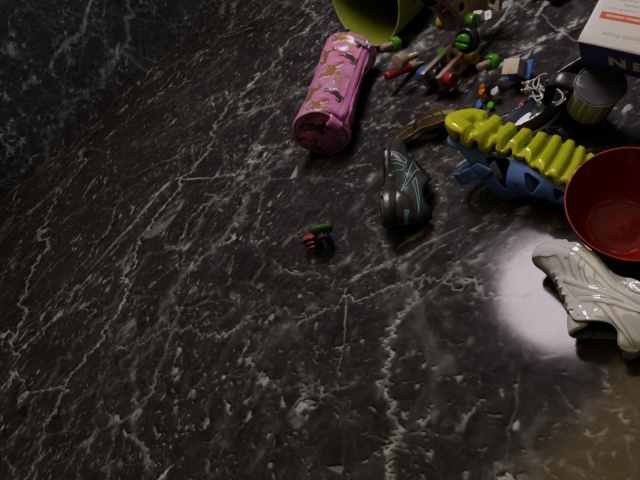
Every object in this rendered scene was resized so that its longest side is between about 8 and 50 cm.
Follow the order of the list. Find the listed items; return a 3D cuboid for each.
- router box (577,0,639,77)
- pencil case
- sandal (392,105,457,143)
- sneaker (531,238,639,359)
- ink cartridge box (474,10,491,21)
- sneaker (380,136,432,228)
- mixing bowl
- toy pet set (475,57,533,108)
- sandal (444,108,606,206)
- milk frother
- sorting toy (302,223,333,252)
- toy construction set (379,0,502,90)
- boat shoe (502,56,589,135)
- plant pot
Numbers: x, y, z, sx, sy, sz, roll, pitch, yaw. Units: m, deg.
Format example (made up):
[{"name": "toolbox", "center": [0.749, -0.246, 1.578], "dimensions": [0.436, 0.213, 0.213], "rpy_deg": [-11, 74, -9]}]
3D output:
[{"name": "router box", "center": [0.617, -0.375, 0.796], "dimensions": [0.335, 0.082, 0.301], "rpy_deg": [31, 96, 32]}, {"name": "pencil case", "center": [0.044, -0.409, 1.473], "dimensions": [0.160, 0.167, 0.386], "rpy_deg": [14, 57, 7]}, {"name": "sandal", "center": [0.246, -0.258, 1.262], "dimensions": [0.180, 0.049, 0.072], "rpy_deg": [-26, 33, 38]}, {"name": "sneaker", "center": [0.388, 0.083, 0.793], "dimensions": [0.115, 0.090, 0.232], "rpy_deg": [-44, 39, -1]}, {"name": "ink cartridge box", "center": [0.422, -0.617, 1.475], "dimensions": [0.083, 0.028, 0.048], "rpy_deg": [-13, 46, 28]}, {"name": "sneaker", "center": [0.185, -0.126, 1.163], "dimensions": [0.106, 0.101, 0.267], "rpy_deg": [-1, 48, 9]}, {"name": "mixing bowl", "center": [0.463, -0.039, 0.819], "dimensions": [0.181, 0.098, 0.181], "rpy_deg": [-6, 67, 15]}, {"name": "toy pet set", "center": [0.429, -0.348, 1.210], "dimensions": [0.122, 0.065, 0.114], "rpy_deg": [16, 98, 48]}, {"name": "sandal", "center": [0.367, -0.131, 0.991], "dimensions": [0.317, 0.138, 0.126], "rpy_deg": [34, 49, 31]}, {"name": "milk frother", "center": [0.465, -0.224, 0.976], "dimensions": [0.129, 0.135, 0.143], "rpy_deg": [6, 79, 15]}, {"name": "sorting toy", "center": [0.000, 0.000, 1.193], "dimensions": [0.102, 0.061, 0.042], "rpy_deg": [139, 124, -58]}, {"name": "toy construction set", "center": [0.324, -0.516, 1.355], "dimensions": [0.237, 0.257, 0.309], "rpy_deg": [-30, 8, -29]}, {"name": "boat shoe", "center": [0.470, -0.295, 1.093], "dimensions": [0.254, 0.079, 0.095], "rpy_deg": [-30, 40, 10]}, {"name": "plant pot", "center": [0.229, -0.778, 1.628], "dimensions": [0.293, 0.275, 0.274], "rpy_deg": [-38, 36, -25]}]
